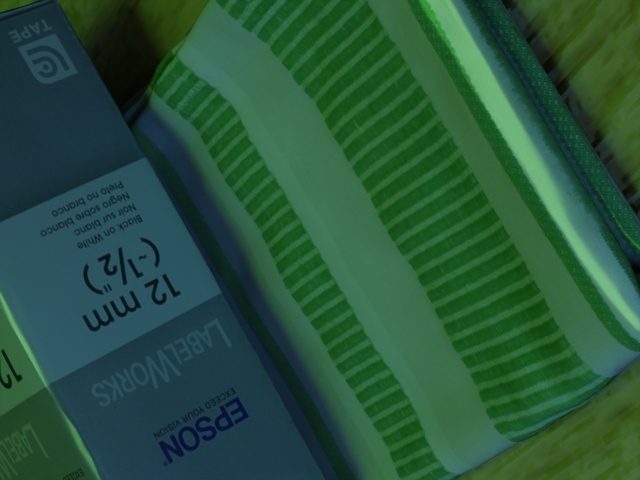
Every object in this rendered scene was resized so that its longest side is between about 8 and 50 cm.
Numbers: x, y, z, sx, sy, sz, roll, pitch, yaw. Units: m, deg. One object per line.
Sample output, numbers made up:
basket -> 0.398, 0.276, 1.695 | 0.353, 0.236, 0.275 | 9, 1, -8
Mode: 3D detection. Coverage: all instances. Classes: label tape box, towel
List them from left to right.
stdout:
label tape box -> -0.140, 0.089, 0.845 | 0.249, 0.115, 0.348 | -32, 85, 54
towel -> 0.000, 0.000, 0.739 | 0.248, 0.038, 0.325 | 58, 142, 8
